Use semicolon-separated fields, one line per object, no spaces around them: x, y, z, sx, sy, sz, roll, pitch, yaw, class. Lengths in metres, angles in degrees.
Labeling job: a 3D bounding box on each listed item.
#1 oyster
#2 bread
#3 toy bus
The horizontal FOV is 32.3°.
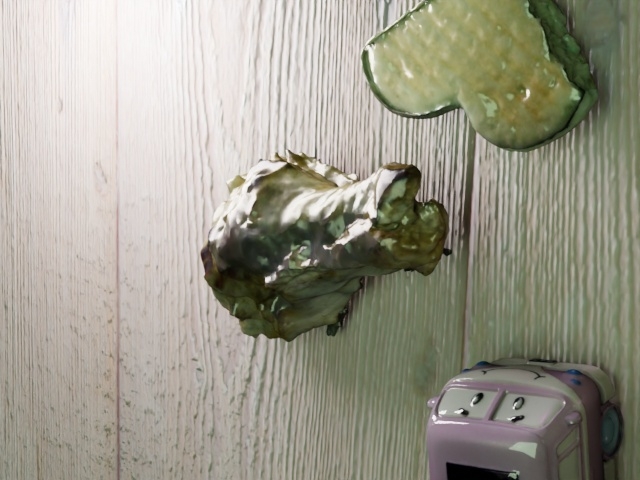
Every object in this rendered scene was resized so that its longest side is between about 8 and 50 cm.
0.000;0.008;1.070;0.337;0.133;0.197;-7;101;45;oyster
0.141;-0.173;0.960;0.232;0.064;0.172;20;110;35;bread
0.175;0.208;0.946;0.142;0.142;0.202;1;98;40;toy bus
